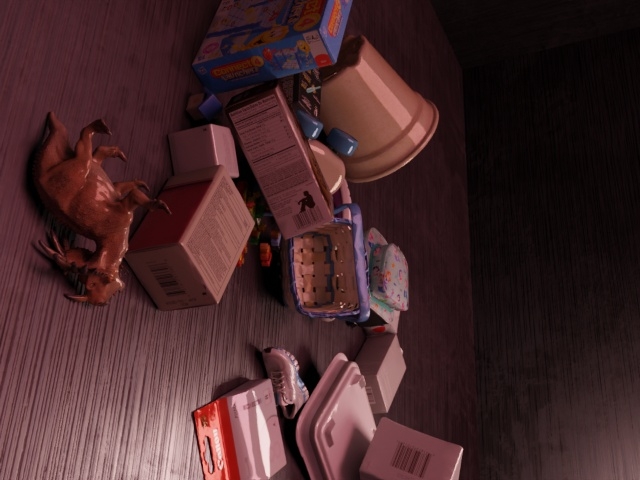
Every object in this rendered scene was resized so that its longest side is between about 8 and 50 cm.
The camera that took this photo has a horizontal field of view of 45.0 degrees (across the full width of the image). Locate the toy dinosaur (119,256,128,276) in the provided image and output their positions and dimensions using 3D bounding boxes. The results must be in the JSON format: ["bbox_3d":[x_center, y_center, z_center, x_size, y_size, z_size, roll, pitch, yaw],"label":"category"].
[{"bbox_3d":[-0.351,0.033,1.263,0.090,0.047,0.082,47,35,5],"label":"toy dinosaur"}]

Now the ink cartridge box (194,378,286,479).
[{"bbox_3d":[-0.153,0.394,1.534,0.232,0.066,0.189,-14,95,-71],"label":"ink cartridge box"}]

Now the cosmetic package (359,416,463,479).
[{"bbox_3d":[0.225,0.621,1.935,0.385,0.217,0.156,84,30,-53],"label":"cosmetic package"}]

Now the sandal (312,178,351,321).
[{"bbox_3d":[0.007,-0.005,1.972,0.102,0.169,0.417,8,69,-23],"label":"sandal"}]

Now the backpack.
[{"bbox_3d":[0.138,0.092,2.159,0.225,0.191,0.254,42,39,-54],"label":"backpack"}]

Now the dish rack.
[{"bbox_3d":[0.061,0.475,1.880,0.286,0.072,0.333,-54,138,-46],"label":"dish rack"}]

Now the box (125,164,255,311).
[{"bbox_3d":[-0.233,-0.006,1.408,0.232,0.126,0.149,-71,143,-48],"label":"box"}]

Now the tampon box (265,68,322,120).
[{"bbox_3d":[-0.069,-0.378,1.951,0.120,0.101,0.161,39,47,-56],"label":"tampon box"}]

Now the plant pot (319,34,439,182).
[{"bbox_3d":[0.110,-0.385,2.144,0.305,0.333,0.334,50,37,-32],"label":"plant pot"}]

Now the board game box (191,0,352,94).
[{"bbox_3d":[-0.094,-0.471,1.680,0.308,0.301,0.086,-78,148,-41],"label":"board game box"}]

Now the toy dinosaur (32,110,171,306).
[{"bbox_3d":[-0.363,-0.056,1.166,0.296,0.200,0.127,54,-11,-5],"label":"toy dinosaur"}]

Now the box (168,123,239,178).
[{"bbox_3d":[-0.228,-0.166,1.512,0.087,0.101,0.101,-5,86,-69],"label":"box"}]

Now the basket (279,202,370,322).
[{"bbox_3d":[0.023,0.054,1.752,0.200,0.289,0.255,-2,87,-23],"label":"basket"}]

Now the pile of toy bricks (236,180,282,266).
[{"bbox_3d":[-0.142,-0.049,1.625,0.105,0.117,0.212,84,12,-46],"label":"pile of toy bricks"}]

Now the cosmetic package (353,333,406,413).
[{"bbox_3d":[0.161,0.376,2.194,0.238,0.107,0.127,-50,127,-64],"label":"cosmetic package"}]

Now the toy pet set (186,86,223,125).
[{"bbox_3d":[-0.220,-0.266,1.611,0.114,0.065,0.122,52,36,-48],"label":"toy pet set"}]

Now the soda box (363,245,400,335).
[{"bbox_3d":[0.191,0.151,2.350,0.286,0.098,0.091,-76,147,-44],"label":"soda box"}]

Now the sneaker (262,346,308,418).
[{"bbox_3d":[-0.083,0.318,1.705,0.191,0.071,0.083,66,33,-30],"label":"sneaker"}]

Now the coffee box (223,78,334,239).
[{"bbox_3d":[-0.081,-0.175,1.619,0.168,0.118,0.297,-88,155,-72],"label":"coffee box"}]

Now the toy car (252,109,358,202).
[{"bbox_3d":[-0.070,-0.209,1.847,0.210,0.219,0.238,20,17,-36],"label":"toy car"}]
